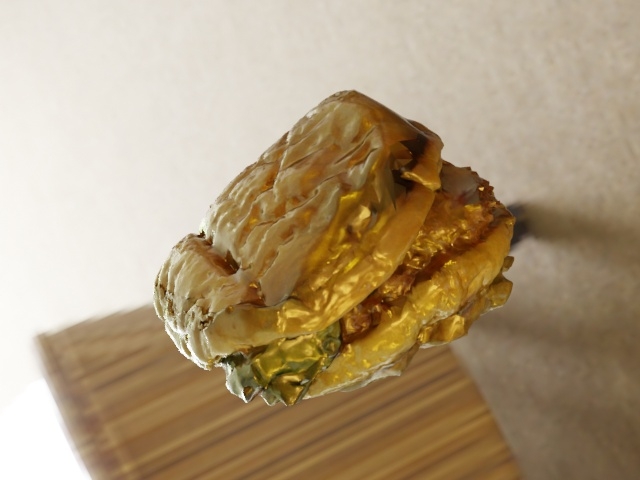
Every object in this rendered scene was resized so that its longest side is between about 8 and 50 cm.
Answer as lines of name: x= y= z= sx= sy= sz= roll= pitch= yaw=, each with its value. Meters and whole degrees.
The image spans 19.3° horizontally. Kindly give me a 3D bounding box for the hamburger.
hamburger: x=0.000 y=0.000 z=1.103 sx=0.130 sy=0.206 sz=0.183 roll=64 pitch=170 yaw=-27
